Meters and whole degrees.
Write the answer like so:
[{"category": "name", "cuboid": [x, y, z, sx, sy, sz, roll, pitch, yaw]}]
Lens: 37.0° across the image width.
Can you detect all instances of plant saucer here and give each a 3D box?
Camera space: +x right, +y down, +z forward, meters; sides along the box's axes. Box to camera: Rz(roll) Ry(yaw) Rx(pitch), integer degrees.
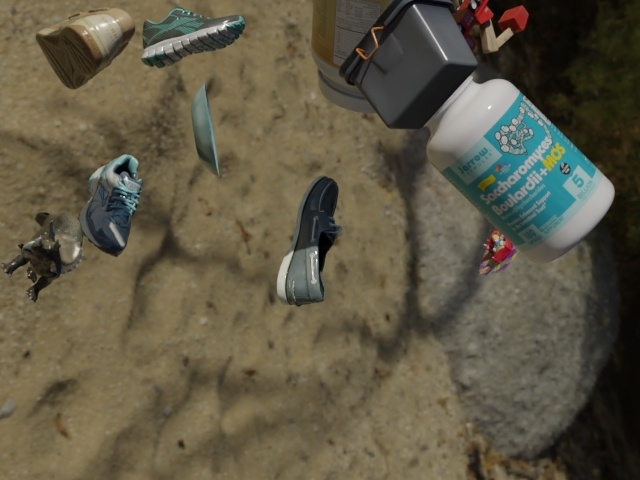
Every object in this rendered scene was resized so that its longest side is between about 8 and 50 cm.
[{"category": "plant saucer", "cuboid": [-0.234, -0.219, 1.918, 0.195, 0.037, 0.195, 171, -90, -85]}]

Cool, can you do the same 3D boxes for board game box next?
[{"category": "board game box", "cuboid": [0.399, 0.012, 2.159, 0.033, 0.169, 0.133, 33, 71, -12]}]

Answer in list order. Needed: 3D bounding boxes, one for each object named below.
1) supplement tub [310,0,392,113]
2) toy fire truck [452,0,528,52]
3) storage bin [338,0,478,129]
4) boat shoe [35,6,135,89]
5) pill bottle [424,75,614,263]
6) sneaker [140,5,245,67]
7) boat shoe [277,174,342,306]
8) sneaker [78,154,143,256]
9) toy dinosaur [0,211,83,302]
[{"category": "supplement tub", "cuboid": [0.098, -0.410, 1.714, 0.228, 0.228, 0.316, -85, 179, -47]}, {"category": "toy fire truck", "cuboid": [0.314, -0.409, 1.841, 0.135, 0.047, 0.192, 44, 64, -26]}, {"category": "storage bin", "cuboid": [0.094, -0.183, 1.004, 0.098, 0.135, 0.091, -5, 57, -44]}, {"category": "boat shoe", "cuboid": [-0.427, -0.357, 1.755, 0.341, 0.110, 0.121, 13, -44, 59]}, {"category": "pill bottle", "cuboid": [0.239, -0.105, 1.234, 0.264, 0.146, 0.146, 43, 22, -4]}, {"category": "sneaker", "cuboid": [-0.194, -0.314, 1.413, 0.065, 0.166, 0.076, 30, 47, -75]}, {"category": "boat shoe", "cuboid": [0.000, 0.000, 2.029, 0.116, 0.099, 0.319, 62, 38, -49]}, {"category": "sneaker", "cuboid": [-0.450, -0.088, 2.097, 0.110, 0.122, 0.283, 33, 30, -36]}, {"category": "toy dinosaur", "cuboid": [-0.504, 0.014, 1.815, 0.121, 0.160, 0.313, 56, 8, -16]}]
